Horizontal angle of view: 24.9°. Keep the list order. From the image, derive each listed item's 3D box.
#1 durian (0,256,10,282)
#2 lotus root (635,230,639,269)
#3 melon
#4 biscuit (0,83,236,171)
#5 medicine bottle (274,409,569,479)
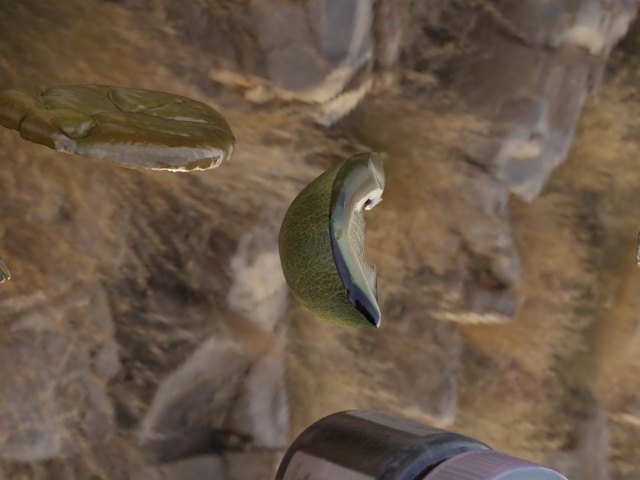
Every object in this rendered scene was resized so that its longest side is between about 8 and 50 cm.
[{"bbox_3d":[-0.390,0.007,1.169,0.112,0.341,0.191,-70,157,-15],"label":"durian"},{"bbox_3d":[0.482,-0.043,1.749,0.199,0.180,0.188,-68,161,-10],"label":"lotus root"},{"bbox_3d":[0.000,0.000,1.255,0.079,0.128,0.160,20,61,-41],"label":"melon"},{"bbox_3d":[-0.168,-0.103,1.244,0.260,0.203,0.041,-20,122,-64],"label":"biscuit"},{"bbox_3d":[0.086,0.237,1.200,0.165,0.273,0.165,-2,94,-28],"label":"medicine bottle"}]
